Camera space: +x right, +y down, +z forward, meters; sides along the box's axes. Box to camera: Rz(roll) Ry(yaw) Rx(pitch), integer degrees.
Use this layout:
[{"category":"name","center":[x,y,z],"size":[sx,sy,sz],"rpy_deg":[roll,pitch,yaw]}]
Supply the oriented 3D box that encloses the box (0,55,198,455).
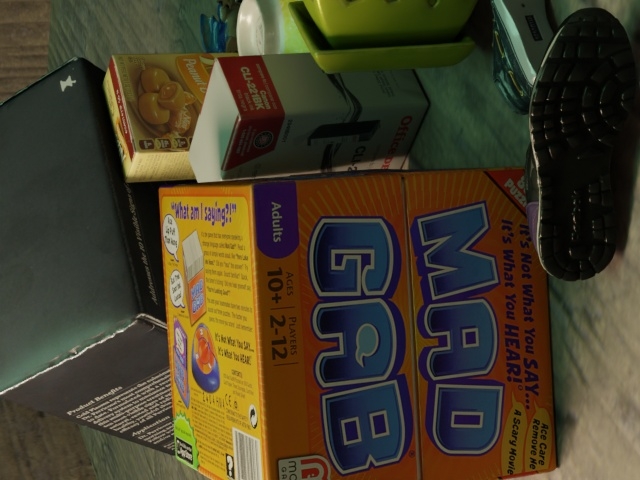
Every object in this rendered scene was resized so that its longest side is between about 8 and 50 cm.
[{"category":"box","center":[-0.307,0.041,2.310],"size":[0.297,0.472,0.480],"rpy_deg":[-28,60,18]}]

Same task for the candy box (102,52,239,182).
[{"category":"candy box","center":[-0.157,-0.191,2.174],"size":[0.087,0.316,0.183],"rpy_deg":[121,138,-54]}]

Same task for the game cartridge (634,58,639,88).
[{"category":"game cartridge","center":[0.333,-0.149,1.385],"size":[0.056,0.017,0.083],"rpy_deg":[122,138,-51]}]

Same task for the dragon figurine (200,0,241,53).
[{"category":"dragon figurine","center":[-0.154,-0.358,2.439],"size":[0.144,0.085,0.289],"rpy_deg":[155,108,-66]}]

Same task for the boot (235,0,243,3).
[{"category":"boot","center":[-0.090,-0.482,2.264],"size":[0.244,0.088,0.176],"rpy_deg":[179,88,-71]}]

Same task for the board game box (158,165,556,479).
[{"category":"board game box","center":[0.032,0.097,1.721],"size":[0.356,0.356,0.356],"rpy_deg":[-175,81,-68]}]

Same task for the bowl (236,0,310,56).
[{"category":"bowl","center":[-0.029,-0.298,2.058],"size":[0.289,0.156,0.289],"rpy_deg":[176,90,-68]}]

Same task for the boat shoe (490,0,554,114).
[{"category":"boat shoe","center":[0.214,-0.233,1.593],"size":[0.083,0.065,0.183],"rpy_deg":[131,130,-59]}]

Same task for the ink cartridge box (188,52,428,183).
[{"category":"ink cartridge box","center":[-0.018,-0.146,1.908],"size":[0.197,0.273,0.114],"rpy_deg":[112,143,-48]}]

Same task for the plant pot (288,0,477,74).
[{"category":"plant pot","center":[0.071,-0.322,1.695],"size":[0.227,0.228,0.207],"rpy_deg":[-112,21,-61]}]

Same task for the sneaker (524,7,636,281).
[{"category":"sneaker","center":[0.249,-0.109,1.481],"size":[0.124,0.107,0.283],"rpy_deg":[-110,21,-65]}]
